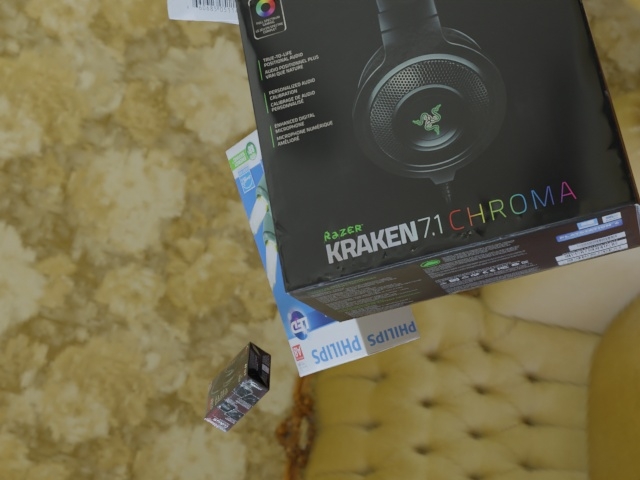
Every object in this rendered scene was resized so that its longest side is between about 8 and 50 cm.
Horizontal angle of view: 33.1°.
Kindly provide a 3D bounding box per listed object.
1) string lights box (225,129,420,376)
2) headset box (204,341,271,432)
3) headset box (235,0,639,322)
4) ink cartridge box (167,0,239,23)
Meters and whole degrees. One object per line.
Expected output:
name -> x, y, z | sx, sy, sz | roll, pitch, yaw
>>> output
string lights box -> 0.000, 0.000, 1.130 | 0.133, 0.077, 0.259 | -27, 79, 53
headset box -> -0.090, 0.158, 1.145 | 0.083, 0.032, 0.062 | -45, 21, 23
headset box -> 0.083, -0.110, 0.799 | 0.131, 0.246, 0.283 | 38, -140, -67
ink cartridge box -> -0.013, -0.370, 1.025 | 0.309, 0.130, 0.271 | -34, -51, -51
